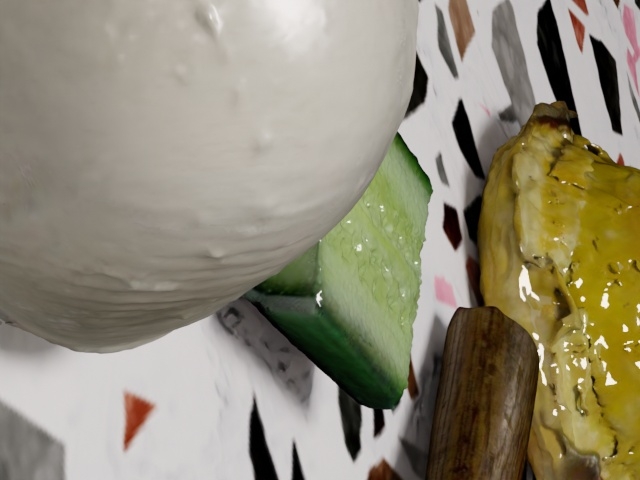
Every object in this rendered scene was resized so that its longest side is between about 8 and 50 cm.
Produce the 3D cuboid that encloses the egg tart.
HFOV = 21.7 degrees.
[{"bbox_3d":[0.192,0.053,1.036,0.295,0.116,0.295,36,48,-54],"label":"egg tart"}]

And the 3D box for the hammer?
[{"bbox_3d":[0.062,0.157,0.741,0.242,0.095,0.409,64,25,-27],"label":"hammer"}]

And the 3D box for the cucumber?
[{"bbox_3d":[0.000,0.000,0.713,0.115,0.062,0.116,45,47,-47],"label":"cucumber"}]

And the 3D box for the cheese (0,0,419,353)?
[{"bbox_3d":[-0.060,-0.072,0.495,0.154,0.189,0.198,-7,83,-33],"label":"cheese"}]
